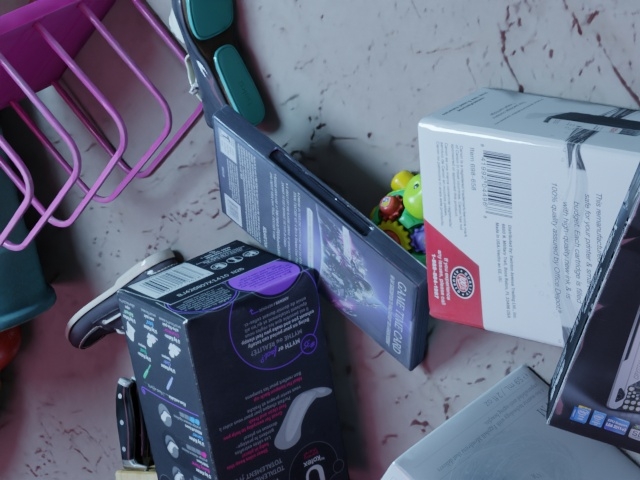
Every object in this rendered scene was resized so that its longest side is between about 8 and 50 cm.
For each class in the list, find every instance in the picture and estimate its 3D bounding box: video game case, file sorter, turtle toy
[{"bbox_3d":[0.000,0.000,1.766,0.274,0.026,0.196,39,159,19],"label":"video game case"},{"bbox_3d":[-0.287,-0.119,1.832,0.182,0.290,0.202,50,134,6],"label":"file sorter"},{"bbox_3d":[0.089,-0.018,1.709,0.095,0.066,0.130,44,133,15],"label":"turtle toy"}]

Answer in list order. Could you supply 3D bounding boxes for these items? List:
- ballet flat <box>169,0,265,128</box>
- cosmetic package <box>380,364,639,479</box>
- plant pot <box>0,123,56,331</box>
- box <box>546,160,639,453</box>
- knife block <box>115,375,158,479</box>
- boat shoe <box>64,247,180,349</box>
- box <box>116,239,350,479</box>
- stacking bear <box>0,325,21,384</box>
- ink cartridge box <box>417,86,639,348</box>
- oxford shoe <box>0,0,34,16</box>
[{"bbox_3d":[-0.118,-0.202,1.798,0.074,0.074,0.203,-5,110,42],"label":"ballet flat"},{"bbox_3d":[0.186,0.271,1.657,0.224,0.224,0.138,43,133,16],"label":"cosmetic package"},{"bbox_3d":[-0.494,-0.068,2.029,0.341,0.341,0.334,3,104,40],"label":"plant pot"},{"bbox_3d":[0.364,0.079,1.405,0.307,0.076,0.242,19,117,1],"label":"box"},{"bbox_3d":[-0.177,0.296,1.981,0.088,0.276,0.242,-4,138,42],"label":"knife block"},{"bbox_3d":[-0.222,0.084,2.024,0.206,0.075,0.065,-39,81,40],"label":"boat shoe"},{"bbox_3d":[-0.089,0.160,1.858,0.143,0.165,0.270,19,125,52],"label":"box"},{"bbox_3d":[-0.480,0.176,2.239,0.164,0.175,0.289,32,124,-12],"label":"stacking bear"},{"bbox_3d":[0.232,-0.012,1.555,0.273,0.114,0.197,13,119,36],"label":"ink cartridge box"},{"bbox_3d":[-0.405,-0.426,1.889,0.146,0.140,0.397,20,121,41],"label":"oxford shoe"}]
